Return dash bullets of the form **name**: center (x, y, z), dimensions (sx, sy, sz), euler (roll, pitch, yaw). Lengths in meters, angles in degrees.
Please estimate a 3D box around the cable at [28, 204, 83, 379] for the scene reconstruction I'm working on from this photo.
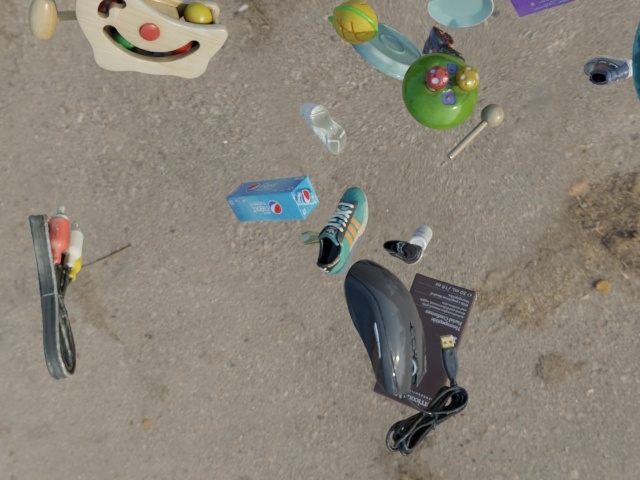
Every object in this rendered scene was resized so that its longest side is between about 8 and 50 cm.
- **cable**: center (-0.406, 0.066, 0.770), dimensions (0.072, 0.287, 0.139), euler (-14, 145, -19)

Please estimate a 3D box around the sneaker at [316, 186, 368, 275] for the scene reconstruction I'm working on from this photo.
- **sneaker**: center (0.067, -0.036, 1.585), dimensions (0.108, 0.121, 0.302), euler (14, 88, 36)

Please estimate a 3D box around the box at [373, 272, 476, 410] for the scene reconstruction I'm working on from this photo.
- **box**: center (0.316, 0.309, 1.457), dimensions (0.191, 0.143, 0.381), euler (17, 78, 22)

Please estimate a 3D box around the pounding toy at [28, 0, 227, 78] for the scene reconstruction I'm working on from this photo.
- **pounding toy**: center (-0.288, -0.362, 0.736), dimensions (0.154, 0.269, 0.155), euler (-57, 44, 48)

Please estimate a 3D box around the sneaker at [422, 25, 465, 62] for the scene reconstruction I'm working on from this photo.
- **sneaker**: center (0.335, -0.497, 1.351), dimensions (0.083, 0.221, 0.087), euler (15, 137, -19)

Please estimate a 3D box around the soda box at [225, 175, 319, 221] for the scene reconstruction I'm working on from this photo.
- **soda box**: center (-0.110, -0.091, 1.094), dimensions (0.210, 0.067, 0.071), euler (0, 128, 40)

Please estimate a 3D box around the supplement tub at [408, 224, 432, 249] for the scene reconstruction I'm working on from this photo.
- **supplement tub**: center (0.395, -0.008, 1.928), dimensions (0.071, 0.107, 0.071), euler (12, 122, 20)

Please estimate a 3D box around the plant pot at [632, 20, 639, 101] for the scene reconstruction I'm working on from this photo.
- **plant pot**: center (0.788, -0.368, 0.903), dimensions (0.235, 0.293, 0.293), euler (-7, 104, -1)

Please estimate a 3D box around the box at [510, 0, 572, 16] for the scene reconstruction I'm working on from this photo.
- **box**: center (0.580, -0.645, 1.086), dimensions (0.057, 0.201, 0.293), euler (41, 75, -30)

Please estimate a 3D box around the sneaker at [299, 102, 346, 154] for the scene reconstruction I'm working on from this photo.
- **sneaker**: center (0.008, -0.250, 1.074), dimensions (0.053, 0.152, 0.061), euler (-47, 48, -5)

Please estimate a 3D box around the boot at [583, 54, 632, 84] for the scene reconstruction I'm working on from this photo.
- **boot**: center (0.801, -0.489, 1.408), dimensions (0.086, 0.190, 0.069), euler (-21, 109, -1)

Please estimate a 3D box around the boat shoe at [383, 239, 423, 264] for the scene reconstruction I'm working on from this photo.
- **boat shoe**: center (0.287, 0.036, 1.720), dimensions (0.065, 0.206, 0.075), euler (23, 88, -20)

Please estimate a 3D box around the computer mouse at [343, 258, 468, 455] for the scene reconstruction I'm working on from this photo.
- **computer mouse**: center (0.137, 0.141, 0.679), dimensions (0.060, 0.184, 0.262), euler (-22, 81, 47)

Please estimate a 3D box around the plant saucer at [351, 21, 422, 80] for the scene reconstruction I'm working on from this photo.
- **plant saucer**: center (0.243, -0.676, 1.715), dimensions (0.317, 0.317, 0.043), euler (36, 134, 2)

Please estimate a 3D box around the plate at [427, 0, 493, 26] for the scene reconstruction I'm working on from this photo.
- **plate**: center (0.409, -0.689, 1.428), dimensions (0.188, 0.188, 0.024), euler (10, 81, 11)

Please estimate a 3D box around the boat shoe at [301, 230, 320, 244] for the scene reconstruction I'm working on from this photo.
- **boat shoe**: center (0.001, -0.001, 1.757), dimensions (0.056, 0.153, 0.048), euler (-25, 65, 48)

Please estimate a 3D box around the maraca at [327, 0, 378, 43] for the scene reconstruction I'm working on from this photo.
- **maraca**: center (0.084, -0.572, 1.291), dimensions (0.127, 0.186, 0.099), euler (31, 91, -22)

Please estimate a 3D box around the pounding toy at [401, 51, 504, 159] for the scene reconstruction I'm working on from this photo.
- **pounding toy**: center (0.301, -0.331, 1.097), dimensions (0.183, 0.110, 0.237), euler (-38, 91, -8)
